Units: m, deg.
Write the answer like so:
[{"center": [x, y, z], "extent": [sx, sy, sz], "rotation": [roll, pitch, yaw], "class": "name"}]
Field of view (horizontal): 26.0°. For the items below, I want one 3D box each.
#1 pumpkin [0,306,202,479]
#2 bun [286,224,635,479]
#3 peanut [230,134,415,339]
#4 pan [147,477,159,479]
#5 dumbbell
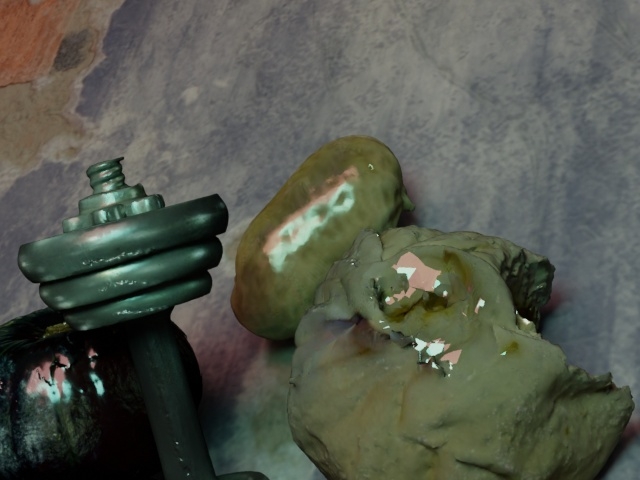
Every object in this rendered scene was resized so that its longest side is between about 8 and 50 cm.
[{"center": [-0.224, 0.146, 1.296], "extent": [0.233, 0.163, 0.233], "rotation": [-10, 13, 2], "class": "pumpkin"}, {"center": [0.093, 0.106, 1.148], "extent": [0.281, 0.205, 0.281], "rotation": [-17, 46, 19], "class": "bun"}, {"center": [0.000, 0.000, 1.354], "extent": [0.224, 0.129, 0.129], "rotation": [-48, 45, -1], "class": "peanut"}, {"center": [-0.142, 0.292, 1.233], "extent": [0.235, 0.028, 0.136], "rotation": [25, 52, 36], "class": "pan"}, {"center": [-0.122, 0.132, 1.124], "extent": [0.179, 0.406, 0.179], "rotation": [-15, 3, 1], "class": "dumbbell"}]
